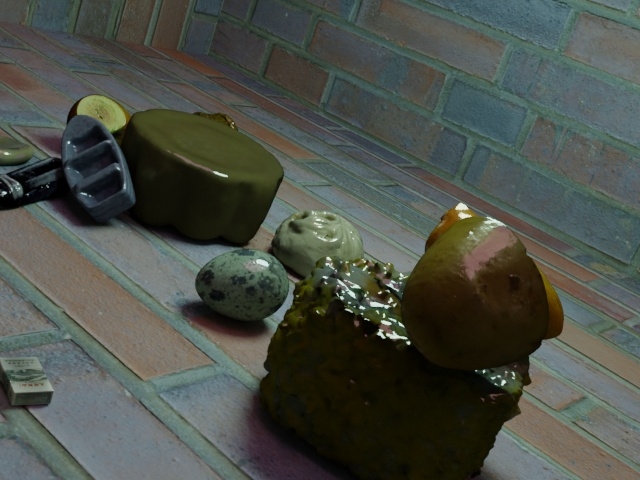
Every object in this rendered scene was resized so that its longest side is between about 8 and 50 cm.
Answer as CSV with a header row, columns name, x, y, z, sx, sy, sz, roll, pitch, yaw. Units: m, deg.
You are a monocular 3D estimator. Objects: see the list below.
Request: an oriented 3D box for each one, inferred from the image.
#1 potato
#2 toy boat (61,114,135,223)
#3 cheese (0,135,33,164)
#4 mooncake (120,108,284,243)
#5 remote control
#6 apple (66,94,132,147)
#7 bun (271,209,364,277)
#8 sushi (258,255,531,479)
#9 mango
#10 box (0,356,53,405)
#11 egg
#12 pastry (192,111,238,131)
name,x,y,z,sx,sy,sz,roll,pitch,yaw
potato,0.181,0.092,1.100,0.178,0.204,0.158,16,35,41
toy boat,-0.473,-0.160,1.784,0.283,0.127,0.078,60,0,37
cheese,-0.706,-0.186,1.846,0.097,0.037,0.192,20,19,4
mooncake,-0.280,-0.139,1.930,0.378,0.201,0.378,21,22,-9
remote control,-0.596,-0.122,1.731,0.090,0.066,0.266,22,18,11
apple,-0.529,-0.273,2.077,0.146,0.163,0.147,-35,59,-16
bun,0.000,0.000,1.914,0.231,0.133,0.231,17,20,-6
sushi,0.115,0.197,1.318,0.396,0.240,0.351,30,19,18
mango,0.272,0.061,1.318,0.252,0.126,0.154,44,11,16
box,-0.397,0.187,1.138,0.054,0.024,0.083,7,23,-38
egg,-0.141,0.080,1.538,0.172,0.132,0.132,2,24,-18
pastry,-0.287,-0.246,2.222,0.103,0.189,0.188,-6,30,-36
